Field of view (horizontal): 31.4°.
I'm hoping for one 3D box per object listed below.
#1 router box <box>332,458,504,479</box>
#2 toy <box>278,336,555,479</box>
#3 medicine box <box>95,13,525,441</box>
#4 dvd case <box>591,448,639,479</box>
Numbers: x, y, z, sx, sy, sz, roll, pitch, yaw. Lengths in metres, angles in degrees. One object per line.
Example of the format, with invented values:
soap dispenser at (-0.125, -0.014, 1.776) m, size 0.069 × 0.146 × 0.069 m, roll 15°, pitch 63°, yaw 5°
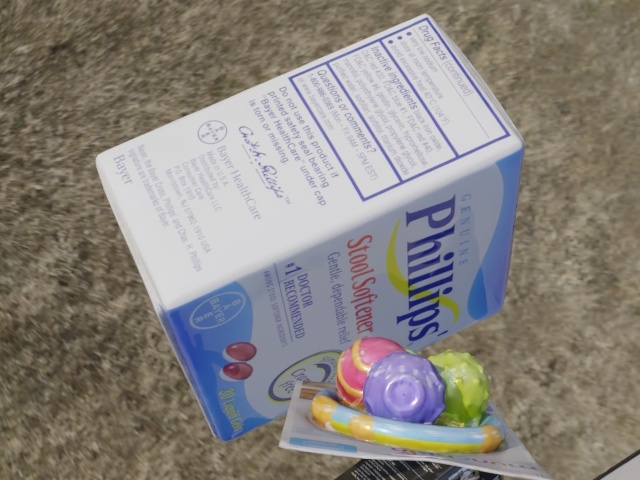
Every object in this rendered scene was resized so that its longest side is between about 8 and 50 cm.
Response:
router box at (0.096, 0.353, 1.264) m, size 0.243 × 0.081 × 0.309 m, roll -32°, pitch 134°, yaw -20°
toy at (0.051, 0.087, 0.670) m, size 0.136 × 0.237 × 0.056 m, roll 6°, pitch 88°, yaw 1°
medicine box at (0.000, 0.000, 0.927) m, size 0.289 × 0.263 × 0.149 m, roll -24°, pitch 60°, yaw -9°
dvd case at (0.125, 0.113, 0.392) m, size 0.022 × 0.253 × 0.180 m, roll 42°, pitch 39°, yaw 0°
